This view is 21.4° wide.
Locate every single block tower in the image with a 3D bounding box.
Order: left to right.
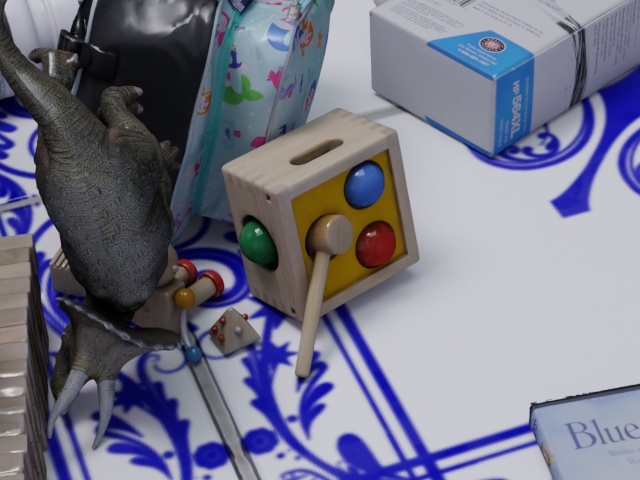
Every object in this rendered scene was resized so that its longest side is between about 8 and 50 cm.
[{"bbox_3d":[-0.226,0.125,1.100,0.097,0.091,0.335,-7,39,-5],"label":"block tower"}]

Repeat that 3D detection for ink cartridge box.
[{"bbox_3d":[0.164,-0.174,1.437,0.203,0.086,0.148,-30,46,-30],"label":"ink cartridge box"}]

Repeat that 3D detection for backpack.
[{"bbox_3d":[-0.095,-0.142,1.316,0.191,0.225,0.253,14,33,-2],"label":"backpack"}]

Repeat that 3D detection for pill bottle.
[{"bbox_3d":[-0.303,-0.169,1.455,0.193,0.108,0.108,-17,41,-16],"label":"pill bottle"}]

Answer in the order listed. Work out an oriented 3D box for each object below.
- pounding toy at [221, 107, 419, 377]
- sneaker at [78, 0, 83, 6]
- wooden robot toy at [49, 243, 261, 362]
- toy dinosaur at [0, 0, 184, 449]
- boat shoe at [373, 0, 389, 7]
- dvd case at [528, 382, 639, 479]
[{"bbox_3d":[0.000,0.000,1.218,0.141,0.130,0.100,-29,33,-28],"label":"pounding toy"},{"bbox_3d":[-0.150,-0.280,1.538,0.226,0.163,0.086,-9,41,-4],"label":"sneaker"},{"bbox_3d":[-0.119,0.020,1.228,0.173,0.079,0.076,22,46,28],"label":"wooden robot toy"},{"bbox_3d":[-0.139,-0.029,1.095,0.121,0.314,0.160,-9,44,-10],"label":"toy dinosaur"},{"bbox_3d":[0.095,-0.276,1.568,0.096,0.098,0.277,13,33,20],"label":"boat shoe"},{"bbox_3d":[0.251,0.176,1.048,0.180,0.022,0.253,-10,39,-7],"label":"dvd case"}]
